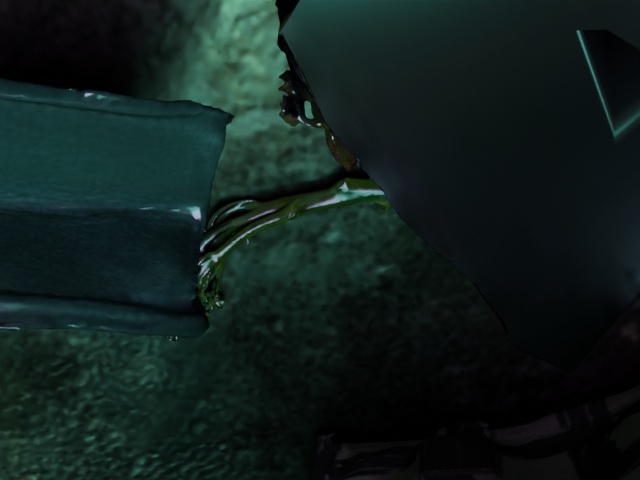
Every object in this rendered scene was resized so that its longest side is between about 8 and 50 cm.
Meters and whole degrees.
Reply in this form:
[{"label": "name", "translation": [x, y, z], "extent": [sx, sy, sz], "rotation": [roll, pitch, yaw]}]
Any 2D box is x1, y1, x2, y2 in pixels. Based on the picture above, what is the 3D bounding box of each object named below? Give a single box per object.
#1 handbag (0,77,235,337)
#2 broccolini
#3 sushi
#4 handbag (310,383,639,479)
[{"label": "handbag", "translation": [-0.210, -0.025, 0.409], "extent": [0.327, 0.238, 0.089], "rotation": [4, 91, -24]}, {"label": "broccolini", "translation": [-0.004, -0.006, 0.572], "extent": [0.194, 0.054, 0.052], "rotation": [-22, 99, 6]}, {"label": "sushi", "translation": [0.061, -0.078, 0.471], "extent": [0.172, 0.150, 0.153], "rotation": [27, 114, -17]}, {"label": "handbag", "translation": [0.149, 0.170, 0.515], "extent": [0.325, 0.327, 0.162], "rotation": [-21, 119, 8]}]
